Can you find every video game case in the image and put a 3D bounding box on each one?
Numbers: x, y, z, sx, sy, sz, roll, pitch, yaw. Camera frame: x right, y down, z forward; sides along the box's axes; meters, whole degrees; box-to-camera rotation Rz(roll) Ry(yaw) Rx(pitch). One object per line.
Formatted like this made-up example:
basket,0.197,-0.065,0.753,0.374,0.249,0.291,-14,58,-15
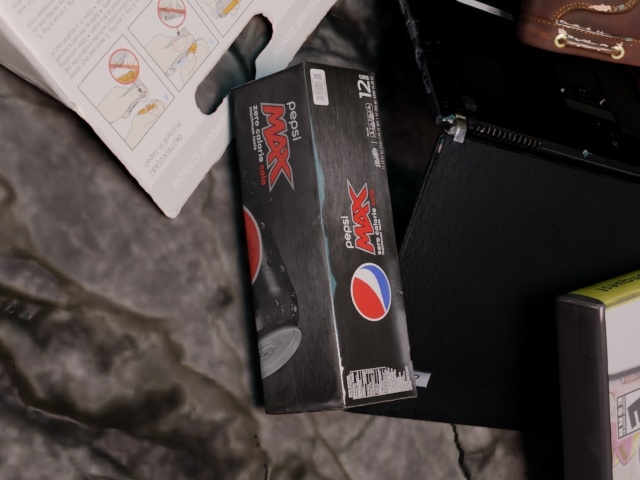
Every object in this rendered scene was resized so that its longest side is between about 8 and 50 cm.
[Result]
video game case,0.243,0.138,0.663,0.248,0.035,0.274,-14,105,-34

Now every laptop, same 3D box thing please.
laptop,0.121,-0.034,0.672,0.234,0.136,0.264,11,50,-31

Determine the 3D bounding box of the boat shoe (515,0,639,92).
boat shoe,0.204,-0.117,0.655,0.207,0.073,0.073,15,98,-23

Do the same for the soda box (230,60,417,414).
soda box,0.000,0.000,0.557,0.053,0.060,0.168,0,80,-46

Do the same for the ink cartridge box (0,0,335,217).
ink cartridge box,-0.103,-0.150,0.541,0.181,0.056,0.224,-57,130,-27
